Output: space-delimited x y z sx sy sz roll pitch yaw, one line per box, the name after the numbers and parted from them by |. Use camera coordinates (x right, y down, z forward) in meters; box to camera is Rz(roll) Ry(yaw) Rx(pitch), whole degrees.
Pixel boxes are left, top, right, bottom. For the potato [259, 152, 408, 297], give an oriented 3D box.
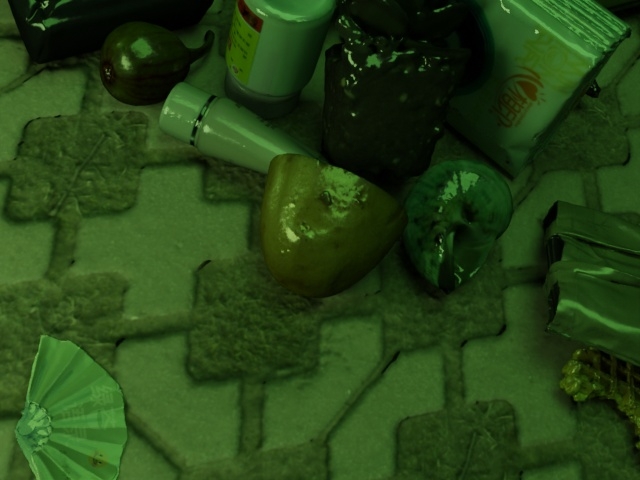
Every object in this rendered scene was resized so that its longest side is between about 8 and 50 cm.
0.000 0.000 1.242 0.203 0.178 0.158 29 69 -26 | potato

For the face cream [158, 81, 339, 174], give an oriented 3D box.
-0.079 -0.130 1.335 0.314 0.089 0.143 26 12 0 | face cream

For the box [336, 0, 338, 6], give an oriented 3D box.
0.002 -0.449 1.440 0.259 0.168 0.071 -46 58 4 | box

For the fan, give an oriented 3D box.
-0.299 0.217 1.106 0.131 0.009 0.240 -4 60 -21 | fan

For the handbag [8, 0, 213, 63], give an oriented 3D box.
-0.346 -0.430 1.400 0.301 0.178 0.275 -22 82 -25 | handbag

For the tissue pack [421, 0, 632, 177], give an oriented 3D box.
0.240 -0.325 1.430 0.388 0.287 0.162 41 58 11 | tissue pack

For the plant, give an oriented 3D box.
0.096 -0.238 1.328 0.199 0.276 0.188 3 27 -12 | plant

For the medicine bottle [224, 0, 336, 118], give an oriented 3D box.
-0.066 -0.295 1.361 0.139 0.225 0.139 7 57 -11 | medicine bottle

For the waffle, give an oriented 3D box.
0.427 0.223 1.281 0.149 0.051 0.194 -30 71 -32 | waffle

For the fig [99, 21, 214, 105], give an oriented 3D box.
-0.226 -0.275 1.390 0.124 0.124 0.236 45 39 14 | fig

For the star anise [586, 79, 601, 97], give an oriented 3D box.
0.387 -0.353 1.585 0.272 0.102 0.272 32 44 -38 | star anise

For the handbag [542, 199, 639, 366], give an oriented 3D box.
0.442 0.071 1.331 0.253 0.109 0.316 18 38 0 | handbag

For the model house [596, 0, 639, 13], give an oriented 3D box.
0.566 -0.476 1.729 0.205 0.218 0.279 -17 97 -66 | model house

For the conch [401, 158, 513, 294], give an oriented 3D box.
0.197 -0.028 1.333 0.188 0.122 0.176 -25 97 -28 | conch
